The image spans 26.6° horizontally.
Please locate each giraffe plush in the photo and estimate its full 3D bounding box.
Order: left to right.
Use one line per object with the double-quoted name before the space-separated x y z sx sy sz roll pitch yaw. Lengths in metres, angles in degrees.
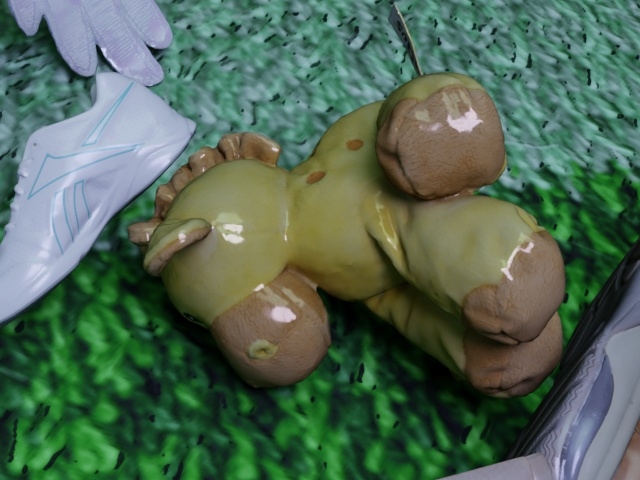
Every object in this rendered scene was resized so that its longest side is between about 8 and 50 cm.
"giraffe plush" 0.000 0.000 0.658 0.170 0.181 0.210 -22 60 -6

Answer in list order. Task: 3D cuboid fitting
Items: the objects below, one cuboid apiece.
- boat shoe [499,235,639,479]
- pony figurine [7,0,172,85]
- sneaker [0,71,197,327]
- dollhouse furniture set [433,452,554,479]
"boat shoe" 0.185 0.063 0.662 0.116 0.123 0.324 33 48 8
"pony figurine" -0.243 -0.190 0.695 0.363 0.351 0.303 1 36 15
"sneaker" -0.131 -0.019 0.670 0.061 0.053 0.152 42 75 -9
"dollhouse furniture set" -0.027 0.282 0.405 0.303 0.174 0.356 -11 71 -24
